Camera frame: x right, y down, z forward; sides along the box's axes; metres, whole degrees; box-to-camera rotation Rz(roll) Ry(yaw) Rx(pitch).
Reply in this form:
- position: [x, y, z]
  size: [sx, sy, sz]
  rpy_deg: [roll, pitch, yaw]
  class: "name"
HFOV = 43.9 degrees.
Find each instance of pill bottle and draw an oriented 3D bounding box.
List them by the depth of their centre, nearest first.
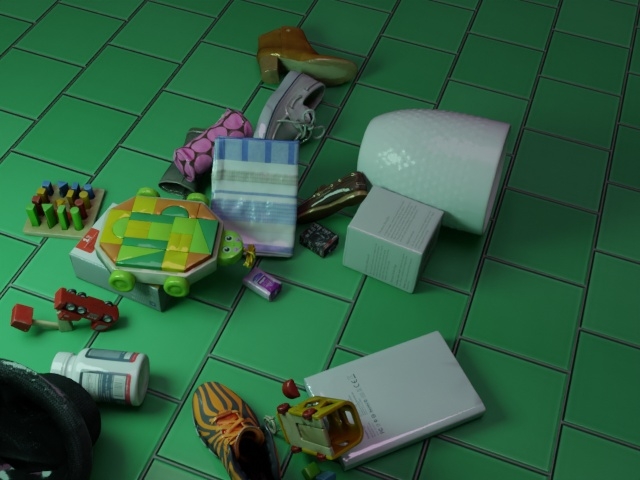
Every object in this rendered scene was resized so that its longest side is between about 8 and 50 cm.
- position: [-0.449, 0.275, 1.619]
  size: [0.180, 0.108, 0.108]
  rpy_deg: [6, 50, 2]
  class: "pill bottle"

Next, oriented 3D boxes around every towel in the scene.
- position: [-0.158, -0.101, 1.874]
  size: [0.209, 0.285, 0.034]
  rpy_deg: [4, 7, -2]
  class: "towel"

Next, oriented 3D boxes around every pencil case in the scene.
- position: [-0.272, -0.240, 1.982]
  size: [0.209, 0.095, 0.098]
  rpy_deg: [-41, 91, -25]
  class: "pencil case"

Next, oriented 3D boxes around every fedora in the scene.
- position: [-0.540, 0.346, 1.501]
  size: [0.334, 0.334, 0.152]
  rpy_deg: [24, 19, 16]
  class: "fedora"

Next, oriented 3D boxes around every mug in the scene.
- position: [0.283, -0.197, 1.976]
  size: [0.328, 0.276, 0.374]
  rpy_deg: [15, 21, 14]
  class: "mug"

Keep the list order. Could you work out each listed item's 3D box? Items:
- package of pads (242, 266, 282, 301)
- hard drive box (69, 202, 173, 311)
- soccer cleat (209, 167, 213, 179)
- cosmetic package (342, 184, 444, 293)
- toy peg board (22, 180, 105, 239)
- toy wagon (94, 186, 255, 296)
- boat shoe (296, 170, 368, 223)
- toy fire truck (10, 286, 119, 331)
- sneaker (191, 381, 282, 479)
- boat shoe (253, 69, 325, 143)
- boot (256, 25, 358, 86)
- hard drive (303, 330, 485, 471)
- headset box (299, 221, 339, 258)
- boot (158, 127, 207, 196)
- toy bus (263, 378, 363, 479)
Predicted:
- position: [-0.135, 0.100, 1.830]
  size: [0.083, 0.032, 0.050]
  rpy_deg: [31, 58, 21]
  class: "package of pads"
- position: [-0.424, 0.037, 1.830]
  size: [0.232, 0.089, 0.181]
  rpy_deg: [19, 51, 13]
  class: "hard drive box"
- position: [-0.250, -0.154, 2.013]
  size: [0.029, 0.083, 0.036]
  rpy_deg: [-26, 26, 33]
  class: "soccer cleat"
- position: [0.168, -0.003, 1.854]
  size: [0.183, 0.151, 0.151]
  rpy_deg: [23, 52, 14]
  class: "cosmetic package"
- position: [-0.627, -0.091, 1.930]
  size: [0.161, 0.079, 0.161]
  rpy_deg: [5, 51, 1]
  class: "toy peg board"
- position: [-0.314, 0.000, 1.764]
  size: [0.344, 0.068, 0.267]
  rpy_deg: [6, 50, 1]
  class: "toy wagon"
- position: [0.021, -0.103, 1.928]
  size: [0.207, 0.073, 0.073]
  rpy_deg: [-22, 70, 22]
  class: "boat shoe"
- position: [-0.550, 0.162, 1.712]
  size: [0.192, 0.135, 0.047]
  rpy_deg: [25, 39, -36]
  class: "toy fire truck"
- position: [-0.150, 0.369, 1.510]
  size: [0.124, 0.180, 0.321]
  rpy_deg: [-25, 56, -22]
  class: "sneaker"
- position: [-0.063, -0.322, 2.132]
  size: [0.156, 0.136, 0.367]
  rpy_deg: [18, 42, 7]
  class: "boat shoe"
- position: [-0.042, -0.554, 2.330]
  size: [0.295, 0.104, 0.211]
  rpy_deg: [-2, 51, 0]
  class: "boot"
- position: [0.152, 0.327, 1.652]
  size: [0.318, 0.040, 0.210]
  rpy_deg: [-17, 53, -16]
  class: "hard drive"
- position: [0.000, 0.000, 1.919]
  size: [0.083, 0.032, 0.062]
  rpy_deg: [33, 57, 21]
  class: "headset box"
- position: [-0.298, -0.200, 2.042]
  size: [0.189, 0.076, 0.208]
  rpy_deg: [3, 44, 14]
  class: "boot"
- position: [-0.004, 0.352, 1.534]
  size: [0.104, 0.191, 0.202]
  rpy_deg: [-22, 53, -31]
  class: "toy bus"
